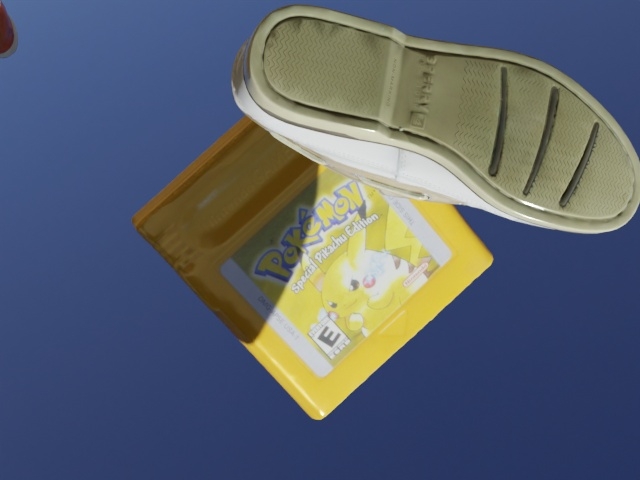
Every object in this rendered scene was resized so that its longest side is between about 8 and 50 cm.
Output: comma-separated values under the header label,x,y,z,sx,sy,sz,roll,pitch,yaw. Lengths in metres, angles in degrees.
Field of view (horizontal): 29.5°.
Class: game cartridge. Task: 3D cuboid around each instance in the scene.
label,x,y,z,sx,sy,sz,roll,pitch,yaw
game cartridge,0.000,0.000,1.344,0.285,0.324,0.052,-43,-154,-3

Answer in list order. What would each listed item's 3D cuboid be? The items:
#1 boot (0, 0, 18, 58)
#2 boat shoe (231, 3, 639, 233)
label,x,y,z,sx,sy,sz,roll,pitch,yaw
boot,-0.324,-0.223,1.071,0.059,0.085,0.158,-39,-114,-5
boat shoe,0.083,-0.083,0.869,0.103,0.302,0.113,156,-46,-72
